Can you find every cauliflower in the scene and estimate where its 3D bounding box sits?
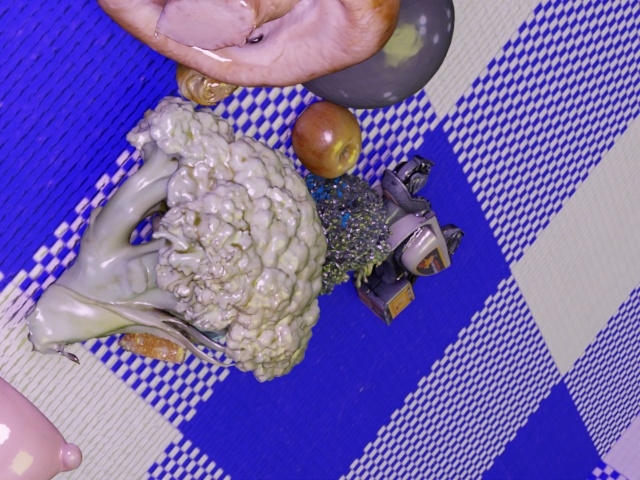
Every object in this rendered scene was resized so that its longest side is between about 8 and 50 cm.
[{"bbox_3d":[-0.128,0.003,1.898,0.260,0.281,0.327,-55,138,-53],"label":"cauliflower"}]

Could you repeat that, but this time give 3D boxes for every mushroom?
[{"bbox_3d":[-0.069,-0.235,1.648,0.278,0.278,0.146,84,18,-53],"label":"mushroom"}]

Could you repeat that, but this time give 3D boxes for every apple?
[{"bbox_3d":[0.009,-0.112,2.107,0.084,0.071,0.084,-38,148,-30],"label":"apple"}]

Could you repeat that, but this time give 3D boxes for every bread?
[{"bbox_3d":[-0.105,-0.178,1.831,0.060,0.066,0.110,82,13,-56],"label":"bread"}]

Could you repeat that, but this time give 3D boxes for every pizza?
[{"bbox_3d":[-0.185,0.099,2.087,0.078,0.025,0.083,-10,108,-6],"label":"pizza"}]

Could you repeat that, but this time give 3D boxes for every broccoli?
[{"bbox_3d":[0.000,0.000,2.188,0.155,0.167,0.160,4,154,-26],"label":"broccoli"}]

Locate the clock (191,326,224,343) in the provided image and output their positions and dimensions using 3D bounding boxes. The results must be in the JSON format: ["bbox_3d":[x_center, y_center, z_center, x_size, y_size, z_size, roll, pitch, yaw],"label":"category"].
[{"bbox_3d":[-0.123,0.069,2.138,0.147,0.045,0.108,-48,152,-9],"label":"clock"}]

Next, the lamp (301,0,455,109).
[{"bbox_3d":[0.074,-0.279,1.890,0.182,0.182,0.313,1,121,-59],"label":"lamp"}]

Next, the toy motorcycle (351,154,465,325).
[{"bbox_3d":[0.094,-0.006,2.352,0.157,0.091,0.263,-44,155,-9],"label":"toy motorcycle"}]

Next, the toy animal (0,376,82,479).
[{"bbox_3d":[-0.349,0.232,1.848,0.197,0.171,0.171,-50,154,-16],"label":"toy animal"}]
